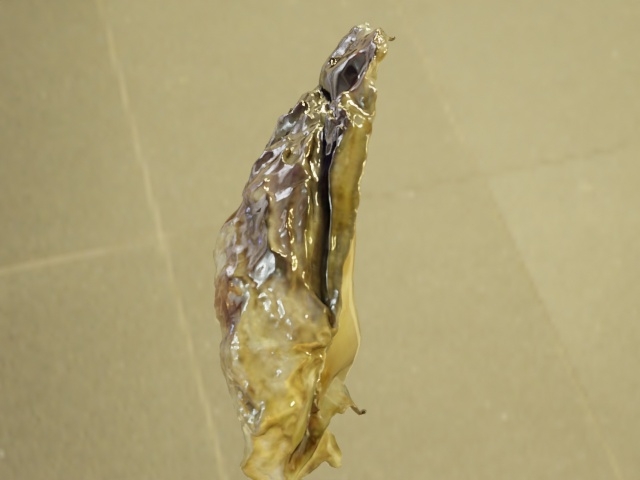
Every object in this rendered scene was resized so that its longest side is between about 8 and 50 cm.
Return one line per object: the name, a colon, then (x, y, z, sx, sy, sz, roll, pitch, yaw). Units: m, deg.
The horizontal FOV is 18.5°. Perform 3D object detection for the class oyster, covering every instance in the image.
oyster: (-0.011, -0.002, 1.248, 0.100, 0.275, 0.271, 4, 7, 8)
